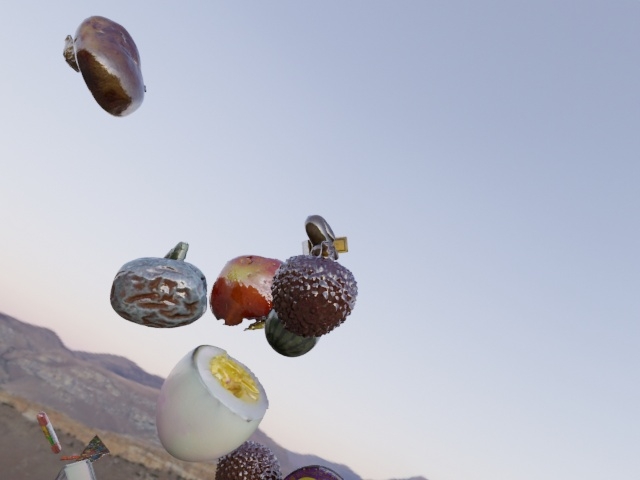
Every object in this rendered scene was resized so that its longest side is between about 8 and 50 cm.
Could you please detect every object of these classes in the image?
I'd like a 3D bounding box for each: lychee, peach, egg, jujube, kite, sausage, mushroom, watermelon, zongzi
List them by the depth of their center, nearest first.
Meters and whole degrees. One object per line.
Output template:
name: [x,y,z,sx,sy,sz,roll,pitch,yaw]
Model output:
lychee: [-0.016,0.146,1.378,0.265,0.299,0.264,16,11,-3]
jujube: [-0.537,0.178,1.553,0.308,0.215,0.246,-3,-53,-10]
egg: [-0.412,0.594,1.610,0.354,0.340,0.354,42,6,-6]
kite: [-0.810,0.741,1.617,0.009,0.232,0.189,47,12,31]
sausage: [-0.955,0.678,1.640,0.029,0.029,0.223,14,-57,23]
mushroom: [-0.767,-0.596,1.643,0.260,0.345,0.345,-11,-31,0]
watermelon: [-0.097,0.309,1.649,0.212,0.212,0.212,20,-26,11]
zongzi: [-0.549,0.048,1.729,0.119,0.109,0.055,9,-15,30]
lychee: [-0.298,0.964,1.919,0.276,0.276,0.304,3,-57,38]
peach: [-0.250,0.240,1.981,0.417,0.353,0.339,30,-5,6]

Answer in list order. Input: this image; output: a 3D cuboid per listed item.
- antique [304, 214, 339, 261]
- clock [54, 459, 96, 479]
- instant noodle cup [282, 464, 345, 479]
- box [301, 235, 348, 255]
antique: [0.000,0.000,2.080,0.121,0.256,0.143,-18,-26,13]
clock: [-0.646,0.709,1.238,0.071,0.147,0.192,2,43,-49]
instant noodle cup: [-0.002,1.029,1.730,0.340,0.339,0.266,15,-25,22]
box: [0.015,0.032,2.351,0.193,0.083,0.301,-4,-2,-8]
